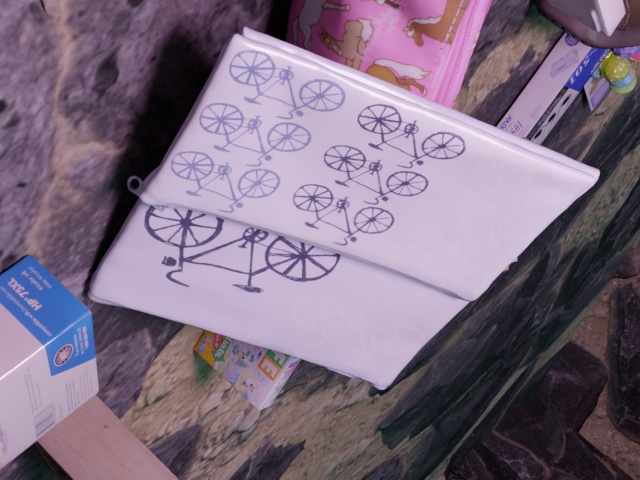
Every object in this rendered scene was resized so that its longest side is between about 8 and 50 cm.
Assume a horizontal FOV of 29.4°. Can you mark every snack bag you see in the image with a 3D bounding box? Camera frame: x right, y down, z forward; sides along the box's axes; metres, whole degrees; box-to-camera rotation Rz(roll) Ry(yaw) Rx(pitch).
[{"bbox_3d":[0.000,0.000,0.999,0.323,0.037,0.342,19,135,-23],"label":"snack bag"}]

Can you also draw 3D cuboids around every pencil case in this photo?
[{"bbox_3d":[0.057,-0.168,0.958,0.386,0.167,0.160,106,1,-48],"label":"pencil case"}]

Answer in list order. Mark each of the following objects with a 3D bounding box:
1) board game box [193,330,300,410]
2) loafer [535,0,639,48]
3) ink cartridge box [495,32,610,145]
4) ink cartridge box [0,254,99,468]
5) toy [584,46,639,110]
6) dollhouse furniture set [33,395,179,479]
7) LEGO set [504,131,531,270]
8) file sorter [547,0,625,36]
[{"bbox_3d":[-0.059,0.089,1.302,0.026,0.103,0.154,-13,139,-60],"label":"board game box"},{"bbox_3d":[0.403,-0.313,1.505,0.366,0.134,0.130,-20,146,-54],"label":"loafer"},{"bbox_3d":[0.316,-0.208,1.649,0.207,0.046,0.097,-55,161,15],"label":"ink cartridge box"},{"bbox_3d":[-0.283,0.131,0.931,0.231,0.078,0.134,-38,157,-28],"label":"ink cartridge box"},{"bbox_3d":[0.447,-0.272,1.797,0.137,0.056,0.237,-51,161,-1],"label":"toy"},{"bbox_3d":[-0.277,0.366,1.114,0.394,0.256,0.362,-42,159,-19],"label":"dollhouse furniture set"},{"bbox_3d":[0.214,-0.043,1.634,0.107,0.132,0.287,-32,162,-20],"label":"LEGO set"},{"bbox_3d":[0.085,-0.279,0.678,0.173,0.278,0.193,-55,160,3],"label":"file sorter"}]
